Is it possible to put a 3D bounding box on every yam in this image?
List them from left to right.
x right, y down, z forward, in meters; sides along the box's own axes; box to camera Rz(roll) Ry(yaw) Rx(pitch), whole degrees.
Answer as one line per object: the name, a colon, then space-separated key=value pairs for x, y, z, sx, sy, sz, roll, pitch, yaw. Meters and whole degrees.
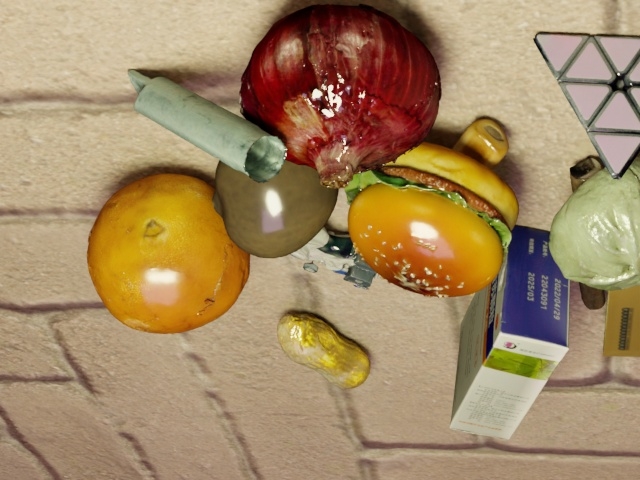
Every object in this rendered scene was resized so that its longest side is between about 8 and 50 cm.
yam: x=0.392 y=-0.002 z=1.665 sx=0.045 sy=0.045 sz=0.326 roll=26 pitch=154 yaw=30

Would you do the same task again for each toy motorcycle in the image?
toy motorcycle: x=0.000 y=0.000 z=1.716 sx=0.221 sy=0.102 sz=0.150 roll=20 pitch=163 yaw=-10

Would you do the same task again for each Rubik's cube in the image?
Rubik's cube: x=0.329 y=-0.151 z=1.374 sx=0.191 sy=0.178 sz=0.211 roll=22 pitch=140 yaw=-11

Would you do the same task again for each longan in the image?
longan: x=-0.062 y=-0.068 z=1.571 sx=0.189 sy=0.189 sz=0.189 roll=6 pitch=143 yaw=5

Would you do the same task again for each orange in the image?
orange: x=-0.220 y=0.021 z=1.672 sx=0.240 sy=0.240 sz=0.240 roll=6 pitch=143 yaw=5

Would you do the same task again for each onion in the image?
onion: x=0.022 y=-0.165 z=1.385 sx=0.252 sy=0.219 sz=0.252 roll=6 pitch=152 yaw=3

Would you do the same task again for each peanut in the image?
peanut: x=0.004 y=0.189 z=1.966 sx=0.087 sy=0.087 sz=0.207 roll=-24 pitch=133 yaw=37

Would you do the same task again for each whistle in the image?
whistle: x=-0.156 y=-0.151 z=1.447 sx=0.312 sy=0.062 sz=0.062 roll=32 pitch=164 yaw=45

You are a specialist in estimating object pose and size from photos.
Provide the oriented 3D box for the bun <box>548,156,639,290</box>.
bun: x=0.418 y=-0.009 z=1.539 sx=0.213 sy=0.126 sz=0.204 roll=14 pitch=125 yaw=-44

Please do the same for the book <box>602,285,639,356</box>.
book: x=0.637 y=0.106 z=1.761 sx=0.389 sy=0.032 sz=0.269 roll=0 pitch=141 yaw=11

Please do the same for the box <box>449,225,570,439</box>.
box: x=0.287 y=0.147 z=1.752 sx=0.107 sy=0.200 sz=0.299 roll=12 pitch=143 yaw=-1

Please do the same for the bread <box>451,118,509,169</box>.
bread: x=0.211 y=-0.118 z=1.541 sx=0.062 sy=0.049 sz=0.103 roll=43 pitch=143 yaw=7

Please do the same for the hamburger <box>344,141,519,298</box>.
hamburger: x=0.141 y=-0.016 z=1.554 sx=0.246 sy=0.170 sz=0.246 roll=18 pitch=160 yaw=7
